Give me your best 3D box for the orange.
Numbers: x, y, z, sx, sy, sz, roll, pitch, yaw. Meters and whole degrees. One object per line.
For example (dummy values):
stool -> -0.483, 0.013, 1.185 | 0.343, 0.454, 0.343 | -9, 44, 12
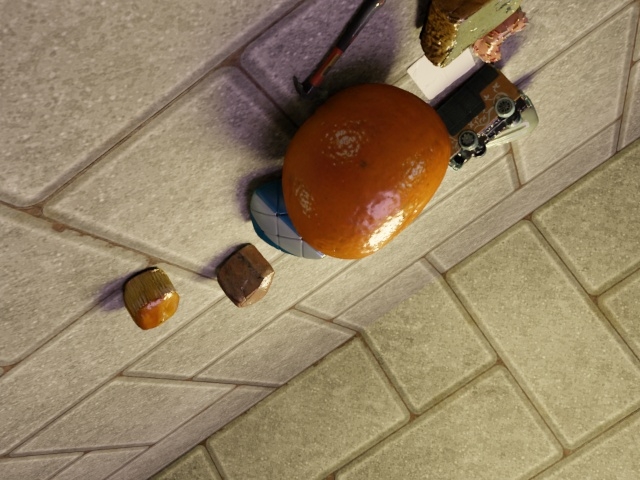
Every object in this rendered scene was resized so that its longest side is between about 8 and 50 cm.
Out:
orange -> 0.094, -0.163, 1.770 | 0.424, 0.326, 0.424 | -47, 171, -9

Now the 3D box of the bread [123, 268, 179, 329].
bread -> -0.447, 0.161, 2.038 | 0.132, 0.114, 0.190 | -28, 165, -20

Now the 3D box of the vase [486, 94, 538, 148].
vase -> 0.527, -0.341, 2.314 | 0.248, 0.128, 0.128 | -27, 161, 11

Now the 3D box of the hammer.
hammer -> 0.042, -0.398, 1.581 | 0.111, 0.033, 0.287 | -10, 149, -49

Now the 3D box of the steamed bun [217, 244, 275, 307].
steamed bun -> -0.216, 0.108, 2.201 | 0.106, 0.145, 0.175 | -4, 140, -51

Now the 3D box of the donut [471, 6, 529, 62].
donut -> 0.429, -0.499, 1.880 | 0.117, 0.065, 0.166 | -22, 156, -29

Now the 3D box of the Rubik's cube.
Rubik's cube -> -0.034, -0.059, 1.980 | 0.254, 0.254, 0.254 | -29, 160, -12

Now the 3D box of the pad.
pad -> 0.308, -0.436, 1.927 | 0.156, 0.004, 0.232 | -38, 159, 13

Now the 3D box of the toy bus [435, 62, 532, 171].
toy bus -> 0.419, -0.334, 2.101 | 0.275, 0.167, 0.138 | -43, 158, 14

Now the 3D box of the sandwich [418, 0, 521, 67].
sandwich -> 0.331, -0.500, 1.603 | 0.249, 0.095, 0.273 | -37, 174, -3
